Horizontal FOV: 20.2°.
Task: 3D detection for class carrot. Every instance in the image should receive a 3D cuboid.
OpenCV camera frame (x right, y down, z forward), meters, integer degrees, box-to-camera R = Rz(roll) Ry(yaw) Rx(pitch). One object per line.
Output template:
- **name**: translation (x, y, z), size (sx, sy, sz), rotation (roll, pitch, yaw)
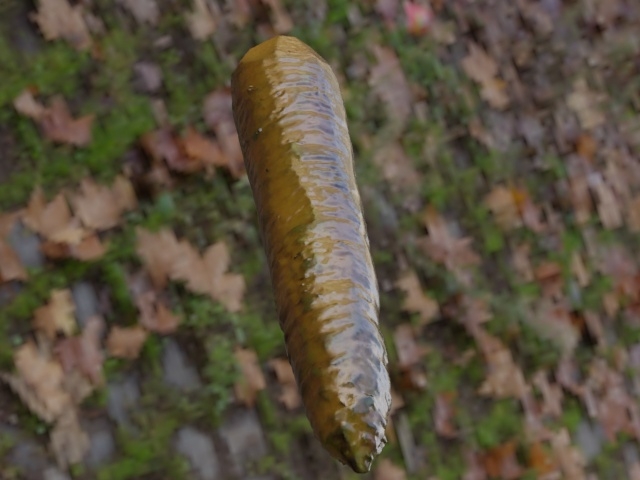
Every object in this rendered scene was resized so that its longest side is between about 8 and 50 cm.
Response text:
- **carrot**: translation (0.000, 0.000, 0.933), size (0.066, 0.066, 0.314), rotation (44, 21, -36)
